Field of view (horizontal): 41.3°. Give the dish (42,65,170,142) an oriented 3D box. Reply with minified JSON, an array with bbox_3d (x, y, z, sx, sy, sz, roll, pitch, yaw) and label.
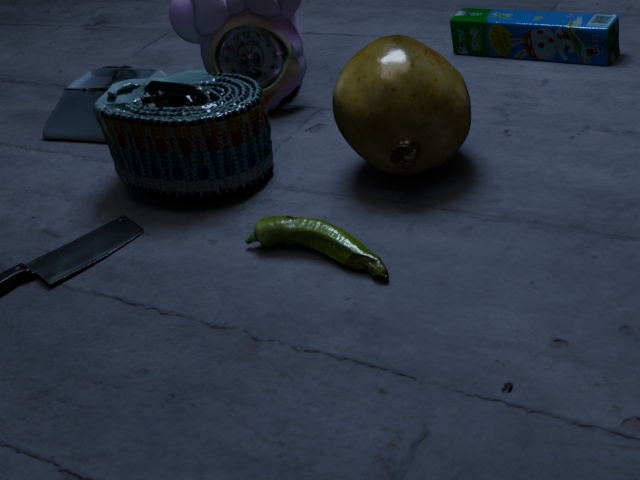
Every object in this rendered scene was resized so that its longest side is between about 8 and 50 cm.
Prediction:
[{"bbox_3d":[-0.348,-0.245,1.459,0.243,0.080,0.182,7,38,26],"label":"dish"}]

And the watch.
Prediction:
[{"bbox_3d":[-0.114,-0.353,1.386,0.210,0.249,0.217,-8,31,10],"label":"watch"}]

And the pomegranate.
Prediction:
[{"bbox_3d":[0.105,-0.166,1.099,0.196,0.196,0.196,-9,34,6],"label":"pomegranate"}]

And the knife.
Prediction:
[{"bbox_3d":[-0.345,0.031,1.107,0.245,0.019,0.072,-31,38,-27],"label":"knife"}]

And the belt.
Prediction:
[{"bbox_3d":[-0.190,-0.159,1.214,0.257,0.150,0.207,13,33,32],"label":"belt"}]

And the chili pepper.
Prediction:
[{"bbox_3d":[0.000,-0.001,1.012,0.208,0.043,0.049,13,29,33],"label":"chili pepper"}]

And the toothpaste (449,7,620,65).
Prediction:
[{"bbox_3d":[0.336,-0.325,1.350,0.266,0.065,0.050,14,45,34],"label":"toothpaste"}]
